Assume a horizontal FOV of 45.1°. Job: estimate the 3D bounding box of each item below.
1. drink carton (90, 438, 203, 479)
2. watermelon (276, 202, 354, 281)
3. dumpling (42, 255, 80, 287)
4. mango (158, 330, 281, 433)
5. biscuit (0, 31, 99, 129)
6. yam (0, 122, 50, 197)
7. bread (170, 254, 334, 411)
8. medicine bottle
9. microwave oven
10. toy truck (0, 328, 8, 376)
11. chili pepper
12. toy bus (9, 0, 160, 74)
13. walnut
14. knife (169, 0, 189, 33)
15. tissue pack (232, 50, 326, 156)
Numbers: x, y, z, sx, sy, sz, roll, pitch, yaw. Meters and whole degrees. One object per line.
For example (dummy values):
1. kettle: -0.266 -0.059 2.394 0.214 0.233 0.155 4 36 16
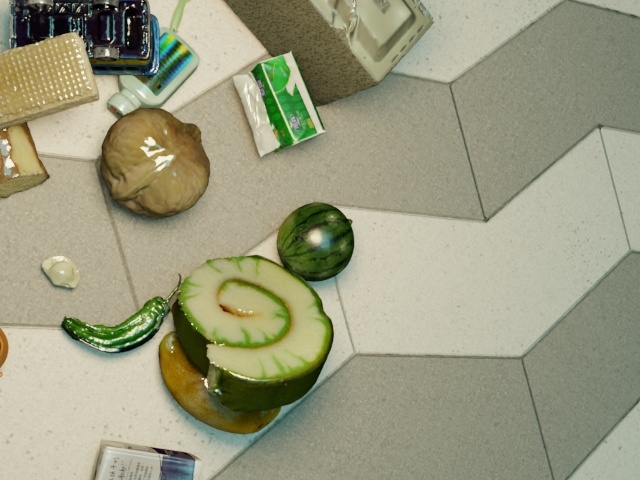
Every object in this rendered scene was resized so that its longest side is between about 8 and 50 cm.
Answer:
1. drink carton: -0.387 0.526 1.695 0.222 0.102 0.134 16 82 -22
2. watermelon: 0.000 0.000 1.861 0.214 0.188 0.188 -22 95 -21
3. dumpling: -0.565 0.068 1.686 0.076 0.057 0.052 13 119 2
4. mango: -0.233 0.320 1.758 0.316 0.146 0.193 33 62 -9
5. biscuit: -0.657 -0.283 1.507 0.425 0.078 0.144 -19 92 -4
6. yam: -0.672 -0.217 1.613 0.128 0.129 0.238 -20 92 0
7. bread: -0.159 0.204 1.712 0.366 0.129 0.382 22 41 0
8. medicine bottle: -0.391 -0.372 1.769 0.121 0.083 0.229 41 70 -8
9. microwave oven: -0.003 -0.573 1.809 0.432 0.374 0.236 46 69 -19
10. toy truck: -0.760 0.260 1.521 0.264 0.239 0.189 -25 98 17
11. chili pepper: -0.425 0.178 1.723 0.278 0.065 0.122 -22 99 -20
12. toy bus: -0.496 -0.434 1.639 0.287 0.175 0.138 0 90 -4
13. walnut: -0.360 -0.170 1.692 0.248 0.248 0.249 2 85 -24
14. knife: -0.326 -0.581 1.853 0.030 0.014 0.207 19 78 -20
15. tissue pack: -0.110 -0.320 1.856 0.156 0.148 0.209 -25 97 -24
